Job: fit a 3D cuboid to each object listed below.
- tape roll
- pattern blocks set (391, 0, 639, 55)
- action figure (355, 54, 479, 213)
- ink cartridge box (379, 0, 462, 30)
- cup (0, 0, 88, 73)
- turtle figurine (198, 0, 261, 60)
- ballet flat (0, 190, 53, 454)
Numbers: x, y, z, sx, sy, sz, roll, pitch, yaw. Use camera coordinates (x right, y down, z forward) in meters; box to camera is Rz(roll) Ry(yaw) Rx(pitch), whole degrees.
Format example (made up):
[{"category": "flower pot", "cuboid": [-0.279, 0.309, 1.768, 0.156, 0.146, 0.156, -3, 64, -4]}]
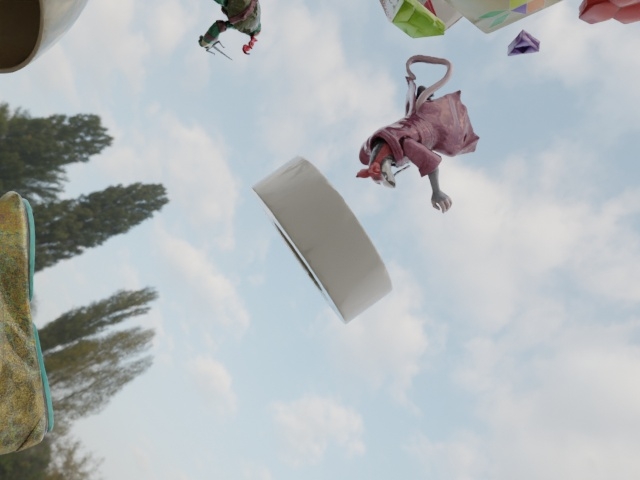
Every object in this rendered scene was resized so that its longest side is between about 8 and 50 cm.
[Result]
[{"category": "tape roll", "cuboid": [0.000, 0.000, 0.809, 0.286, 0.100, 0.286, 54, -6, 8]}, {"category": "pattern blocks set", "cuboid": [0.205, -0.305, 0.539, 0.285, 0.324, 0.026, -3, -103, 42]}, {"category": "action figure", "cuboid": [0.214, -0.235, 1.058, 0.248, 0.370, 0.276, 19, -51, 36]}, {"category": "ink cartridge box", "cuboid": [0.228, -0.616, 1.147, 0.172, 0.100, 0.237, 51, 0, -38]}, {"category": "cup", "cuboid": [-0.497, -0.467, 0.747, 0.331, 0.237, 0.331, 12, -50, 14]}, {"category": "turtle figurine", "cuboid": [-0.173, -0.461, 0.909, 0.118, 0.175, 0.234, 18, -12, 20]}, {"category": "ballet flat", "cuboid": [-0.427, 0.097, 0.609, 0.123, 0.123, 0.349, -24, -105, 48]}]
